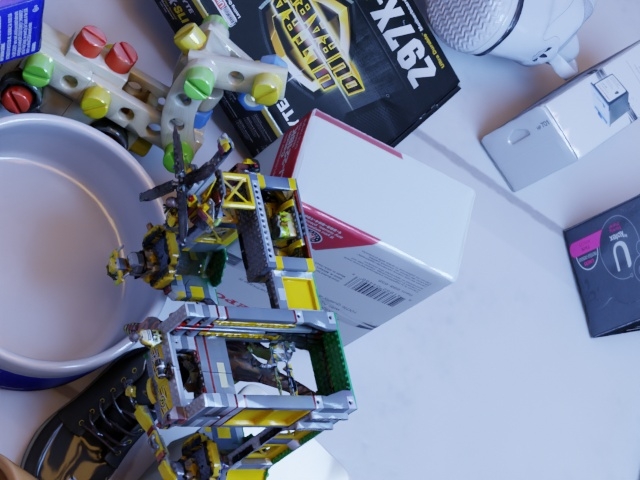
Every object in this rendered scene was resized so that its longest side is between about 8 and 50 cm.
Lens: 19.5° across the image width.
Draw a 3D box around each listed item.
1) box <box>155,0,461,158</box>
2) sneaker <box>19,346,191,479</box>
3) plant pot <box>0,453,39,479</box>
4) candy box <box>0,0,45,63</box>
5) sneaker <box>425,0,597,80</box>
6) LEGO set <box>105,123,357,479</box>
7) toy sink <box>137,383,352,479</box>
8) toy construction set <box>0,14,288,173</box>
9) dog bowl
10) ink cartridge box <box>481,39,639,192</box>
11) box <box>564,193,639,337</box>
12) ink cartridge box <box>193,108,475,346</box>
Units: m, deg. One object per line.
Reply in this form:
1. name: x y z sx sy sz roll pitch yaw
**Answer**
1. box: -0.015 -0.231 2.062 0.257 0.079 0.322 -42 108 -34
2. sneaker: -0.210 0.177 1.834 0.083 0.118 0.222 42 59 -10
3. plant pot: -0.285 0.359 1.657 0.203 0.291 0.291 36 59 -31
4. candy box: -0.458 -0.267 1.777 0.317 0.122 0.268 -19 69 -19
5. sneaker: 0.208 -0.349 2.229 0.210 0.137 0.365 21 46 -40
6. LEGO set: -0.123 0.078 1.697 0.192 0.255 0.331 5 69 -37
7. toy sink: -0.109 0.279 1.848 0.153 0.131 0.234 45 64 -8
8. toy construction set: -0.207 -0.197 1.903 0.328 0.215 0.151 39 38 -5
9. dog bowl: -0.286 0.014 1.856 0.265 0.104 0.264 9 69 -25
10. ink cartridge box: 0.305 -0.149 2.205 0.191 0.140 0.082 -35 94 -32
11. box: 0.455 0.016 2.215 0.270 0.165 0.143 -7 78 -30
12. ink cartridge box: 0.000 0.000 1.917 0.197 0.273 0.114 26 59 -19
